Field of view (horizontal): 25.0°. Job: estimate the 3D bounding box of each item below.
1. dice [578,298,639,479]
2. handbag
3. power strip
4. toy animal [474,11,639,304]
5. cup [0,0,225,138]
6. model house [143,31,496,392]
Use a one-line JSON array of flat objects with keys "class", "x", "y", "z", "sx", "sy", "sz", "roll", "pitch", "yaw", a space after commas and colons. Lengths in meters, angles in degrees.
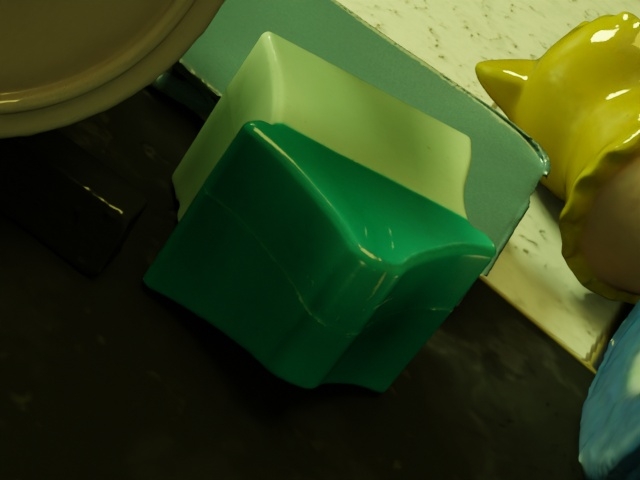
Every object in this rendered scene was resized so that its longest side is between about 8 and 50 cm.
[{"class": "dice", "x": 0.219, "y": 0.086, "z": 0.708, "sx": 0.146, "sy": 0.143, "sz": 0.146, "roll": 28, "pitch": 32, "yaw": -7}, {"class": "handbag", "x": 0.014, "y": -0.066, "z": 0.797, "sx": 0.221, "sy": 0.057, "sz": 0.144, "roll": 38, "pitch": 35, "yaw": 3}, {"class": "power strip", "x": -0.128, "y": -0.033, "z": 0.622, "sx": 0.111, "sy": 0.038, "sz": 0.029, "roll": 37, "pitch": 29, "yaw": -1}, {"class": "toy animal", "x": 0.194, "y": -0.041, "z": 0.872, "sx": 0.156, "sy": 0.156, "sz": 0.230, "roll": 19, "pitch": 24, "yaw": -27}, {"class": "cup", "x": -0.136, "y": -0.177, "z": 0.623, "sx": 0.288, "sy": 0.208, "sz": 0.273, "roll": 36, "pitch": 15, "yaw": -38}, {"class": "model house", "x": 0.000, "y": 0.000, "z": 0.644, "sx": 0.127, "sy": 0.100, "sz": 0.149, "roll": 26, "pitch": 30, "yaw": -16}]
